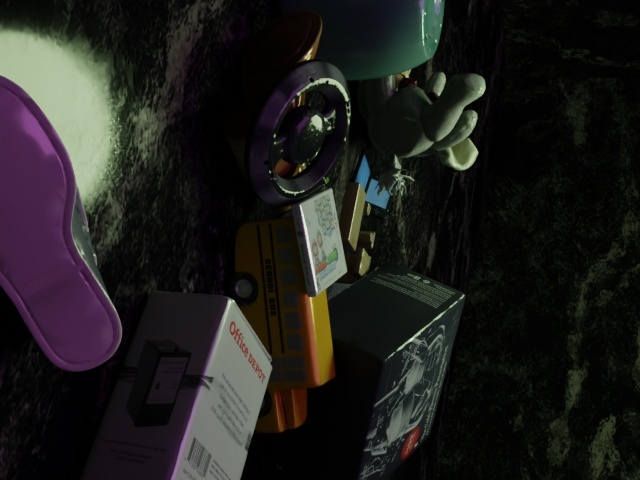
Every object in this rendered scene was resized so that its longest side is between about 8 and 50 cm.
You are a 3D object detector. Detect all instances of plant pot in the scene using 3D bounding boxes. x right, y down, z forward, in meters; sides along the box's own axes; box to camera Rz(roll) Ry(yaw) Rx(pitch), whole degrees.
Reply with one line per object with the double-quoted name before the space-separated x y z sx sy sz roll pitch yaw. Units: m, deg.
"plant pot" 0.087 -0.417 1.648 0.293 0.235 0.293 7 90 -72

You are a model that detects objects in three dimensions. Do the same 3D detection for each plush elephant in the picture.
"plush elephant" 0.219 -0.270 2.068 0.255 0.272 0.330 -36 142 -64

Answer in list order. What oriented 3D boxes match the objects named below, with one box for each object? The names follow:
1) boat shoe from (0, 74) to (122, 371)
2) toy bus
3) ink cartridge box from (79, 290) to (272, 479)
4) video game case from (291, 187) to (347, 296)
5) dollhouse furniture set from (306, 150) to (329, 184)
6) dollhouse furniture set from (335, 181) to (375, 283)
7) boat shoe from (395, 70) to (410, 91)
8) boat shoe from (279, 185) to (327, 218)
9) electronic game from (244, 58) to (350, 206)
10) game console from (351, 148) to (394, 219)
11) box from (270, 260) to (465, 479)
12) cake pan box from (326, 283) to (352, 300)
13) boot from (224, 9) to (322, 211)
"boat shoe" -0.285 -0.018 0.919 0.099 0.116 0.319 43 -27 55
"toy bus" -0.058 0.131 1.495 0.108 0.130 0.332 -9 93 -71
"ink cartridge box" -0.176 0.239 1.213 0.211 0.121 0.289 68 32 -53
"video game case" 0.000 0.000 1.471 0.157 0.019 0.143 -33 114 -67
"dollhouse furniture set" 0.001 -0.144 1.726 0.076 0.059 0.151 71 25 -17
"dollhouse furniture set" 0.020 -0.015 1.743 0.151 0.123 0.144 54 44 -62
"boat shoe" 0.181 -0.400 2.239 0.170 0.063 0.059 -78 160 -50
"boat shoe" -0.016 -0.043 1.698 0.228 0.076 0.080 -51 142 -59
"electronic game" -0.031 -0.158 1.406 0.229 0.048 0.229 -36 140 -38
"game console" 0.121 -0.125 2.106 0.071 0.107 0.122 118 -6 -53
"box" 0.088 0.261 1.713 0.312 0.179 0.343 -29 136 -50
"cake pan box" 0.045 0.202 1.959 0.267 0.070 0.245 -62 148 -51
"boot" -0.048 -0.202 1.504 0.220 0.109 0.283 61 40 -56
